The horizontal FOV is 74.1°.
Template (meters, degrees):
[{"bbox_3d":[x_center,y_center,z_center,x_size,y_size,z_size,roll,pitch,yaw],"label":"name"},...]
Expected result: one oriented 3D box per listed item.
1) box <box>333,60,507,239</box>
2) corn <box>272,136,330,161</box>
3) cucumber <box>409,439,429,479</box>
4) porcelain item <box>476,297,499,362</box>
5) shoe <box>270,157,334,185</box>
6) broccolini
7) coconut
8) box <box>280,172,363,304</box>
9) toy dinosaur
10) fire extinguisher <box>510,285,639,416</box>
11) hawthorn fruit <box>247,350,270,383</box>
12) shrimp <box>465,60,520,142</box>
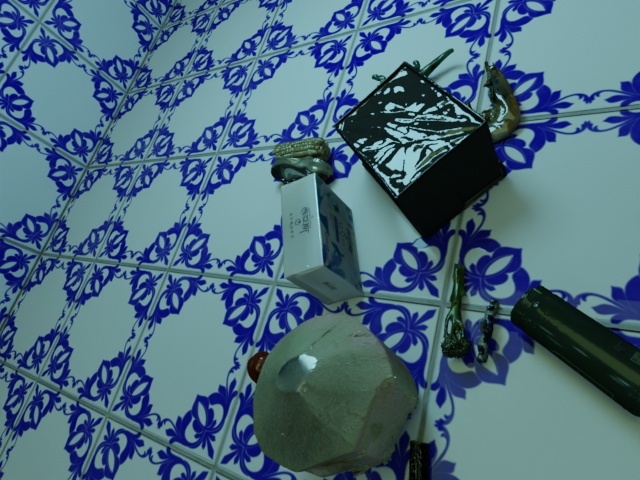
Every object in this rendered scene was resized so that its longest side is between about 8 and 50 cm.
[{"bbox_3d":[0.236,-0.229,1.060,0.251,0.204,0.345,-40,50,9],"label":"box"},{"bbox_3d":[-0.059,-0.285,1.374,0.211,0.087,0.087,6,68,42],"label":"corn"},{"bbox_3d":[0.186,0.474,0.812,0.039,0.043,0.163,137,147,-59],"label":"cucumber"},{"bbox_3d":[0.332,0.175,0.855,0.021,0.075,0.136,7,69,37],"label":"porcelain item"},{"bbox_3d":[-0.068,-0.191,1.317,0.228,0.099,0.112,1,73,33],"label":"shoe"},{"bbox_3d":[0.303,0.147,0.913,0.058,0.067,0.216,1,56,30],"label":"broccolini"},{"bbox_3d":[0.025,0.303,0.831,0.298,0.309,0.297,-15,58,26],"label":"coconut"},{"bbox_3d":[0.002,-0.001,1.087,0.116,0.203,0.274,-20,55,23],"label":"box"},{"bbox_3d":[0.254,-0.491,1.283,0.292,0.079,0.120,-35,56,15],"label":"toy dinosaur"},{"bbox_3d":[0.491,0.200,0.728,0.114,0.095,0.311,-26,45,-20],"label":"fire extinguisher"},{"bbox_3d":[-0.147,0.327,1.088,0.093,0.093,0.093,-16,57,26],"label":"hawthorn fruit"},{"bbox_3d":[0.434,-0.363,1.108,0.144,0.052,0.250,-14,58,30],"label":"shrimp"}]
